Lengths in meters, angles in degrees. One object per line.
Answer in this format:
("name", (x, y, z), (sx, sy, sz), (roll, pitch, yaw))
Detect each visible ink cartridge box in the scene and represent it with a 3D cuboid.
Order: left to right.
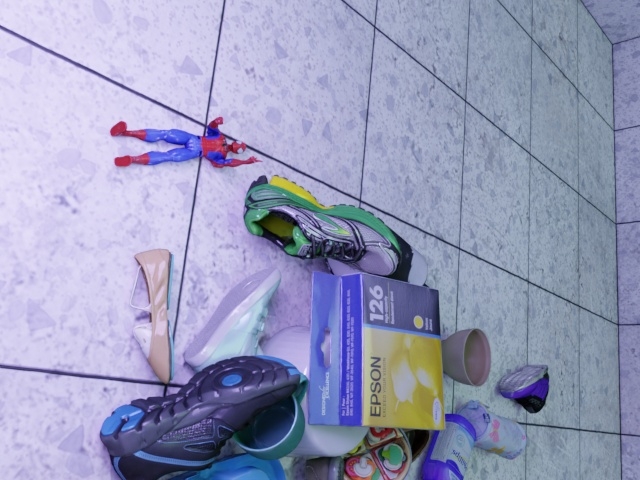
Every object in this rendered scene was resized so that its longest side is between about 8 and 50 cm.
("ink cartridge box", (0.121, 0.224, 1.309), (0.307, 0.072, 0.303), (14, 69, -36))

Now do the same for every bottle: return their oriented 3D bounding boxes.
("bottle", (0.330, 0.606, 1.719), (0.118, 0.092, 0.282), (51, 50, -26))

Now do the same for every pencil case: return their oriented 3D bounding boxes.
("pencil case", (0.507, 0.563, 1.915), (0.273, 0.114, 0.124), (35, 40, -40))

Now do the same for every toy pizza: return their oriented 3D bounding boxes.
("toy pizza", (0.109, 0.465, 1.438), (0.201, 0.032, 0.201), (8, 49, -9))

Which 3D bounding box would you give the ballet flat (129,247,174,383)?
("ballet flat", (-0.291, 0.130, 1.110), (0.073, 0.080, 0.232), (1, 80, -21))

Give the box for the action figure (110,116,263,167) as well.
("action figure", (-0.220, -0.177, 1.178), (0.280, 0.139, 0.091), (-9, 92, -52))

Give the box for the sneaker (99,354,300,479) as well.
("sneaker", (-0.190, 0.303, 1.102), (0.341, 0.125, 0.139), (-18, 110, -17))

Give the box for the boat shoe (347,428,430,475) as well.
("boat shoe", (0.146, 0.504, 1.505), (0.324, 0.117, 0.123), (-27, 105, -48))

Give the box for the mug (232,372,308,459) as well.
("mug", (-0.081, 0.328, 1.178), (0.097, 0.158, 0.129), (69, 2, -55))

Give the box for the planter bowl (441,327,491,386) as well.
("planter bowl", (0.396, 0.329, 1.824), (0.162, 0.109, 0.162), (10, 76, -48))

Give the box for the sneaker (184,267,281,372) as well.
("sneaker", (-0.133, 0.179, 1.248), (0.151, 0.094, 0.256), (51, 59, -23))

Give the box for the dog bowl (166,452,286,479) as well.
("dog bowl", (-0.189, 0.478, 1.159), (0.297, 0.074, 0.165), (-5, 88, -50))

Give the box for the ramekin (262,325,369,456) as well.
("ramekin", (-0.002, 0.316, 1.349), (0.277, 0.135, 0.277), (9, 78, -48))

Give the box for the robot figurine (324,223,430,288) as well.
("robot figurine", (0.134, 0.061, 1.508), (0.278, 0.209, 0.173), (37, 77, -30))

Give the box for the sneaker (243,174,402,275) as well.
("sneaker", (0.000, 0.000, 1.299), (0.344, 0.134, 0.146), (21, 39, -6))

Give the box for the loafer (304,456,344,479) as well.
("loafer", (-0.006, 0.570, 1.361), (0.094, 0.088, 0.251), (6, 91, -75))

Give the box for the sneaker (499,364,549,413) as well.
("sneaker", (0.691, 0.508, 2.142), (0.293, 0.102, 0.146), (-6, 90, -49))
